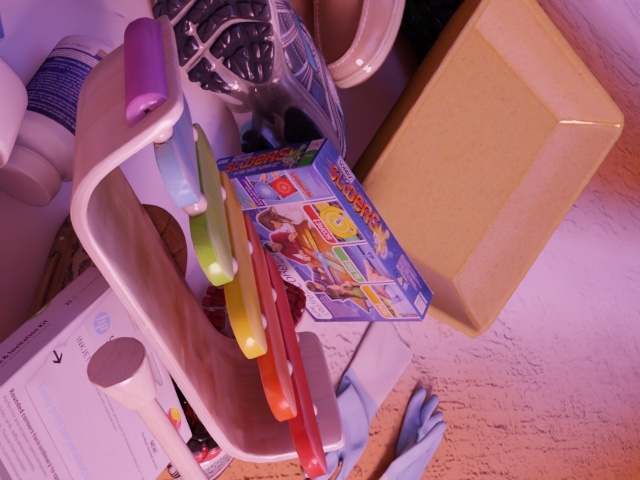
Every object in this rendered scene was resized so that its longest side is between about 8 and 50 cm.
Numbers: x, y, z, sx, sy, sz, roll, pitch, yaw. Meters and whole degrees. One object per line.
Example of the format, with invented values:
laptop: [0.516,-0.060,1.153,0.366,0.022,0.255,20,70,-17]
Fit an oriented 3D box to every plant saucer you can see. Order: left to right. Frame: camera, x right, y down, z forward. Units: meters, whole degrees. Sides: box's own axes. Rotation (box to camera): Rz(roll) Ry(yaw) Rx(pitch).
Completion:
plant saucer: [0.169,-0.083,0.921,0.332,0.081,0.333,30,96,-45]

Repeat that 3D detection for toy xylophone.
toy xylophone: [-0.065,0.041,0.505,0.323,0.081,0.236,67,4,-49]

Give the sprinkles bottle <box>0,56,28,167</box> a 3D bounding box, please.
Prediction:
sprinkles bottle: [-0.270,0.051,0.432,0.121,0.121,0.356,32,62,-43]

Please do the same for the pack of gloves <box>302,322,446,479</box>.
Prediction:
pack of gloves: [0.076,0.218,0.884,0.232,0.046,0.195,-53,125,-40]

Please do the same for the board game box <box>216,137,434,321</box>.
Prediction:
board game box: [0.000,0.000,0.750,0.201,0.136,0.035,54,49,-32]

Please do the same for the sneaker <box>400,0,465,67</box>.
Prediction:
sneaker: [0.154,-0.294,0.996,0.146,0.134,0.344,-57,136,-45]

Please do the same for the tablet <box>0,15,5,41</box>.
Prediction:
tablet: [-0.261,-0.163,0.558,0.083,0.006,0.054,-18,99,-49]

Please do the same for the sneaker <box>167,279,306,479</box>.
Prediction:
sneaker: [-0.079,0.110,0.696,0.225,0.088,0.093,-60,168,-47]

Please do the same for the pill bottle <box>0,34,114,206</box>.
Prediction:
pill bottle: [-0.189,-0.086,0.588,0.067,0.067,0.120,47,52,-36]

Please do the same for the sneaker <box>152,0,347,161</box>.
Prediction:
sneaker: [-0.057,-0.172,0.752,0.283,0.110,0.122,66,25,-25]

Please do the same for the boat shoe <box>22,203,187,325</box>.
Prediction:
boat shoe: [-0.177,0.109,0.577,0.104,0.089,0.285,47,54,-55]

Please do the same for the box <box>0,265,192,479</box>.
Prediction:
box: [-0.159,0.126,0.477,0.186,0.038,0.145,-50,137,-45]

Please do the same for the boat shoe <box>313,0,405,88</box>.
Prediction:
boat shoe: [0.020,-0.301,0.840,0.098,0.109,0.303,23,63,-41]
